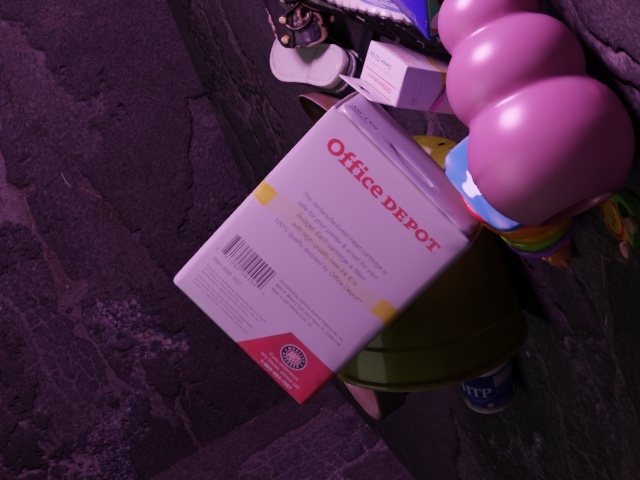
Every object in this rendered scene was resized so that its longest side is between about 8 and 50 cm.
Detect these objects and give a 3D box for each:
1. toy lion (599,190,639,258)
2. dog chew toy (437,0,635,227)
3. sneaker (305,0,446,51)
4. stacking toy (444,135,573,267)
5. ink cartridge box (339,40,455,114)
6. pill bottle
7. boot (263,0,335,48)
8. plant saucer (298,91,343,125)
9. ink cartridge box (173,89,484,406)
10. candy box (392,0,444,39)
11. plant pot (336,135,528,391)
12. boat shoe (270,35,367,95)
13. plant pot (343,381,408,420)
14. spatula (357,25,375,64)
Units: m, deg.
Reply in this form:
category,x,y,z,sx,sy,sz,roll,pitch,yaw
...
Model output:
category,x,y,z,sx,sy,sz,roll,pitch,yaw
toy lion,0.404,-0.032,1.692,0.100,0.034,0.096,81,165,-58
dog chew toy,0.253,-0.188,1.578,0.206,0.206,0.332,112,137,-75
sneaker,0.094,-0.391,1.882,0.330,0.147,0.130,29,-179,29
stacking toy,0.311,-0.041,1.841,0.175,0.165,0.302,55,-178,37
ink cartridge box,0.141,-0.243,1.885,0.115,0.198,0.067,45,125,51
pill bottle,0.320,0.242,2.481,0.112,0.112,0.187,48,163,46
boot,-0.049,-0.481,2.267,0.377,0.138,0.284,50,164,55
plant saucer,0.082,-0.186,2.460,0.310,0.050,0.310,43,176,4
ink cartridge box,0.018,0.010,1.880,0.279,0.384,0.160,45,-156,0
candy box,0.109,-0.471,1.669,0.268,0.122,0.317,54,167,36
plant pot,0.156,0.018,2.188,0.366,0.366,0.353,-142,37,-62
boat shoe,-0.002,-0.344,2.459,0.099,0.116,0.319,18,-172,-31
plant pot,0.152,0.156,2.569,0.323,0.280,0.323,56,168,19
spatula,0.082,-0.391,2.190,0.084,0.030,0.296,54,166,21
